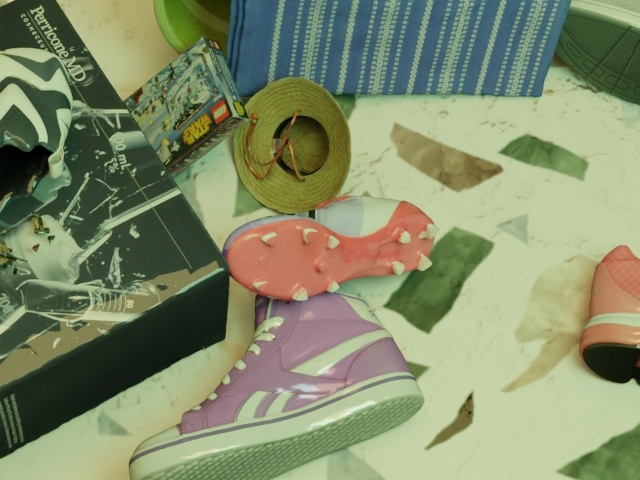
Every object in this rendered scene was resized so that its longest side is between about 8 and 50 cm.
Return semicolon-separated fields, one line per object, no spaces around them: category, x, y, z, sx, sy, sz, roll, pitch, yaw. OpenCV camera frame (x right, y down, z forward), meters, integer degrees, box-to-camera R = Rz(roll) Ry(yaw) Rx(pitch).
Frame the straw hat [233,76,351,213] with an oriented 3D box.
straw hat;-0.012;-0.095;1.735;0.061;0.144;0.144;-9;58;-54

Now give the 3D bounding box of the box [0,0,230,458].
box;-0.301;-0.003;1.614;0.313;0.179;0.343;-29;71;-17

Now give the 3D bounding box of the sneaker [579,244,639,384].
sneaker;0.405;0.065;1.669;0.314;0.116;0.136;6;64;-1

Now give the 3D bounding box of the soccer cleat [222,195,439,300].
soccer cleat;0.000;0.000;1.643;0.248;0.083;0.095;-7;27;-38

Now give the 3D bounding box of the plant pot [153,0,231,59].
plant pot;-0.037;-0.334;1.761;0.276;0.276;0.253;-4;54;-6

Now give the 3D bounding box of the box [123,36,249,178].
box;-0.138;-0.121;1.716;0.137;0.027;0.094;-34;65;29

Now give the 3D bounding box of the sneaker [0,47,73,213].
sneaker;-0.322;-0.081;1.486;0.235;0.094;0.153;-2;47;-16

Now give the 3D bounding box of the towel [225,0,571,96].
towel;0.077;-0.215;1.693;0.336;0.243;0.040;-1;54;-9

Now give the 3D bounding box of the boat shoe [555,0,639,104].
boat shoe;0.383;-0.200;1.794;0.320;0.118;0.103;14;59;-2

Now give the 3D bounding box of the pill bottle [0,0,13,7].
pill bottle;-0.372;-0.241;1.769;0.152;0.086;0.086;6;65;-1

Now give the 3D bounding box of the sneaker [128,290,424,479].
sneaker;-0.063;0.133;1.619;0.282;0.102;0.161;-17;64;-23

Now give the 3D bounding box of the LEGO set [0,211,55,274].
LEGO set;-0.268;0.009;1.504;0.083;0.023;0.054;-12;69;-24
